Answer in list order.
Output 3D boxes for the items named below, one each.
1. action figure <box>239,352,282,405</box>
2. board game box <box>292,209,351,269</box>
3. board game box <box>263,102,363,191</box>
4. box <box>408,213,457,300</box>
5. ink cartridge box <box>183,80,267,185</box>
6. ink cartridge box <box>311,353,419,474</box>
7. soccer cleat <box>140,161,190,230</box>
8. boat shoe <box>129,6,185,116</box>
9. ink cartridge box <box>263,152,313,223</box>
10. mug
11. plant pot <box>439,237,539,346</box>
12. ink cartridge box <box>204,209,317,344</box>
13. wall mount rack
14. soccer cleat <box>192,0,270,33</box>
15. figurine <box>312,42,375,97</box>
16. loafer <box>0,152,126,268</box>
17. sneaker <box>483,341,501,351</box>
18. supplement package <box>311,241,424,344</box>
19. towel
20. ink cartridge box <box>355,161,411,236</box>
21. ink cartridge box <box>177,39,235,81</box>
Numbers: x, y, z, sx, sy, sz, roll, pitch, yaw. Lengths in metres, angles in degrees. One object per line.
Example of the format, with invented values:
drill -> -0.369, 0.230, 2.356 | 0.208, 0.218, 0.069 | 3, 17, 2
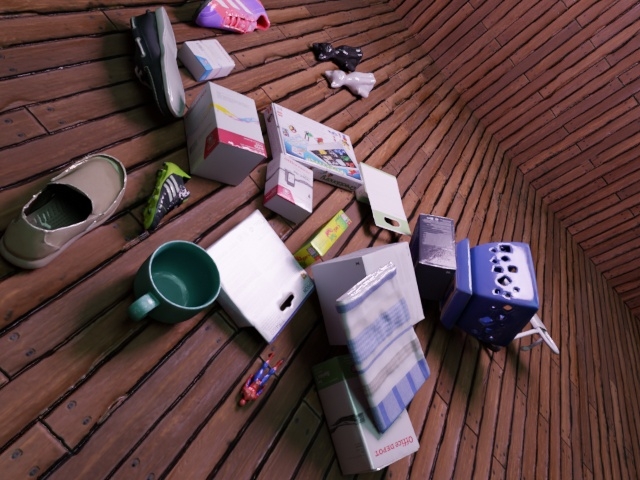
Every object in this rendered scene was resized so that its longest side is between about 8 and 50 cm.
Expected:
action figure -> -0.115, 0.263, 0.850 | 0.038, 0.030, 0.115 | 45, 43, -2
board game box -> 0.000, 0.000, 1.117 | 0.043, 0.092, 0.181 | 49, 38, -5
board game box -> -0.016, -0.268, 1.335 | 0.305, 0.053, 0.192 | 13, 53, -40
box -> 0.326, 0.049, 1.346 | 0.108, 0.153, 0.207 | 11, 45, 3
ink cartridge box -> -0.221, -0.241, 1.040 | 0.127, 0.128, 0.176 | 10, 56, -42
ink cartridge box -> 0.092, 0.349, 0.947 | 0.160, 0.093, 0.219 | 4, 60, -44
soccer cleat -> -0.299, -0.084, 0.898 | 0.072, 0.060, 0.178 | 31, 40, -29
boat shoe -> -0.375, -0.398, 1.036 | 0.114, 0.091, 0.302 | 78, -2, -63
ink cartridge box -> -0.080, -0.134, 1.159 | 0.109, 0.063, 0.150 | 27, 46, -30
mug -> -0.263, 0.077, 0.781 | 0.158, 0.097, 0.129 | 5, 59, -43
plant pot -> 0.471, 0.142, 1.326 | 0.212, 0.236, 0.235 | 11, 50, 3
ink cartridge box -> -0.133, 0.074, 0.958 | 0.224, 0.045, 0.223 | 52, 38, -7
wall mount rack -> 0.616, 0.240, 1.502 | 0.304, 0.130, 0.350 | 24, 33, -48
soccer cleat -> -0.254, -0.668, 1.354 | 0.116, 0.109, 0.318 | 51, 35, -10
figurine -> 0.082, -0.645, 1.710 | 0.210, 0.092, 0.214 | -6, 67, -39
loafer -> -0.399, -0.064, 0.750 | 0.102, 0.092, 0.268 | 39, 40, -19
sneaker -> 0.512, 0.285, 1.468 | 0.089, 0.051, 0.170 | 5, 52, -48
supplement package -> 0.114, 0.121, 1.061 | 0.203, 0.149, 0.194 | -13, 91, -50
towel -> 0.134, 0.206, 0.920 | 0.209, 0.034, 0.284 | -28, 102, -47
ink cartridge box -> 0.190, -0.120, 1.437 | 0.171, 0.056, 0.235 | 15, 55, -38
ink cartridge box -> -0.299, -0.476, 1.199 | 0.088, 0.052, 0.122 | 53, 39, -2
